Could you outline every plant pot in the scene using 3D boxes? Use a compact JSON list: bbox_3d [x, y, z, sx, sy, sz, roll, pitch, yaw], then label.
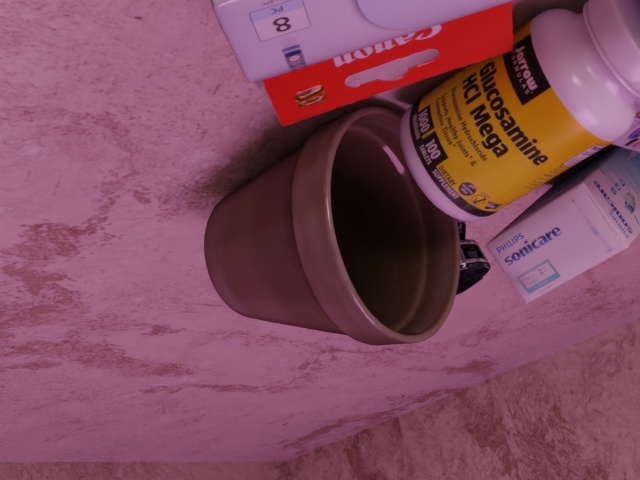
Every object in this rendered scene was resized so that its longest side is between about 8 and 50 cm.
[{"bbox_3d":[0.000,0.000,1.426,0.280,0.323,0.323,-12,165,37],"label":"plant pot"}]

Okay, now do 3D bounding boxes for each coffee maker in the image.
[{"bbox_3d":[0.194,0.004,1.690,0.120,0.178,0.171,-10,158,-14],"label":"coffee maker"}]

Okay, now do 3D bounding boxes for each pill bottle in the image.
[{"bbox_3d":[0.278,-0.176,1.299,0.187,0.188,0.334,7,148,-46],"label":"pill bottle"}]

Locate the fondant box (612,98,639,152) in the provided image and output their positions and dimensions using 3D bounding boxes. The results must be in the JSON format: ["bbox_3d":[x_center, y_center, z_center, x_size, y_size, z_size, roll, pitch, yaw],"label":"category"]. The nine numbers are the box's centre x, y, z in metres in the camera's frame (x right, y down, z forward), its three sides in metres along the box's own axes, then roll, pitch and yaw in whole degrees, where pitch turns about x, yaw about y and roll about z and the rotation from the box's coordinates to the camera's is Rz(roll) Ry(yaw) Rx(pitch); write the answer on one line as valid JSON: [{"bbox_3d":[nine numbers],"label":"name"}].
[{"bbox_3d":[0.503,-0.235,1.449,0.330,0.096,0.238,8,148,-45],"label":"fondant box"}]

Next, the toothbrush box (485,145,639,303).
[{"bbox_3d":[0.442,-0.045,1.672,0.216,0.126,0.295,-37,177,41],"label":"toothbrush box"}]

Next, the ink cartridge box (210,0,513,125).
[{"bbox_3d":[0.071,-0.220,1.045,0.308,0.091,0.385,-18,158,3],"label":"ink cartridge box"}]
